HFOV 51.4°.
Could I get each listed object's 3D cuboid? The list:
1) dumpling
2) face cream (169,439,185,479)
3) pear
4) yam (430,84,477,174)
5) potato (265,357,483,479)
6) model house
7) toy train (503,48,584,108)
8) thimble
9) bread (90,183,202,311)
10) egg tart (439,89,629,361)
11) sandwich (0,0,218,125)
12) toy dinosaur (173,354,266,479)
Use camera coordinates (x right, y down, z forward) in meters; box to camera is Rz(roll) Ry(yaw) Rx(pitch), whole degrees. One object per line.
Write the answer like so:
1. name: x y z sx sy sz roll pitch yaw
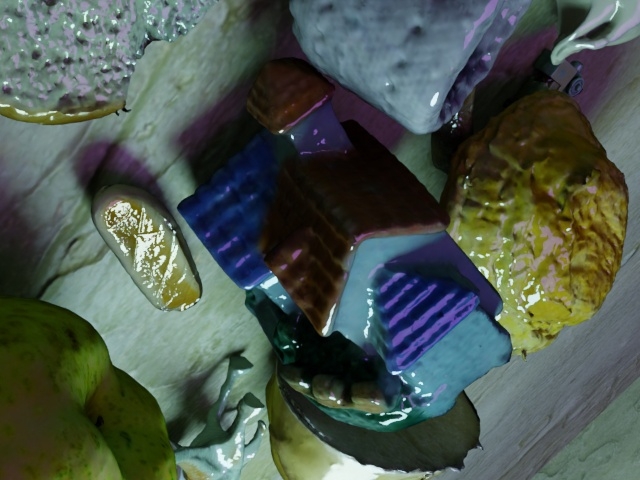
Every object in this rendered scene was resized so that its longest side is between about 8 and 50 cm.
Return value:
1. dumpling: 0.348 -0.311 0.776 0.147 0.193 0.258 35 95 -7
2. face cream: -0.228 0.334 0.960 0.091 0.091 0.095 -41 151 0
3. pear: -0.312 0.221 0.558 0.391 0.391 0.391 -23 139 -21
4. yam: 0.161 -0.184 0.800 0.061 0.061 0.253 -30 141 -14
5. potato: 0.034 0.293 0.949 0.296 0.290 0.397 -62 179 23
6. model house: 0.000 0.000 0.662 0.252 0.295 0.329 -36 137 0
7. toy train: 0.310 -0.202 0.920 0.081 0.050 0.122 19 115 -44
8. thimble: 0.095 -0.224 0.563 0.245 0.157 0.217 -51 171 -20
9. bread: -0.179 0.007 0.705 0.073 0.053 0.214 -29 144 -9
10. egg tart: 0.292 -0.016 0.877 0.339 0.153 0.351 27 85 -41
11. sandwich: -0.133 -0.215 0.485 0.288 0.099 0.254 -11 127 -34
12. toy dinosaur: -0.141 0.275 0.898 0.205 0.092 0.393 -66 170 8
